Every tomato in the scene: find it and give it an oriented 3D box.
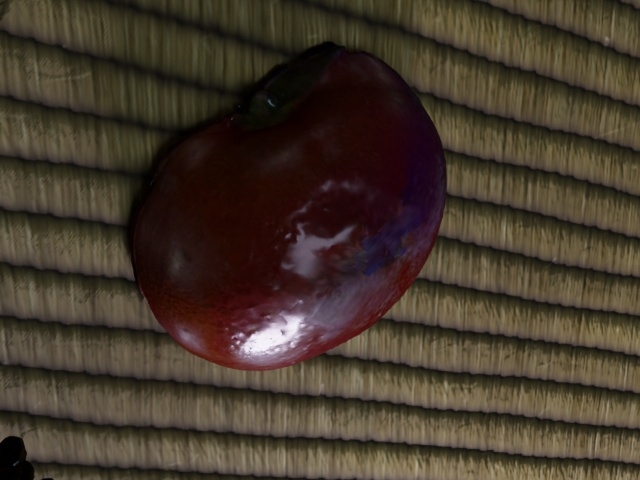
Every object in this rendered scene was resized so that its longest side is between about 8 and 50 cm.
[{"bbox_3d":[0.006,-0.001,1.501,0.335,0.176,0.289,-33,134,-19],"label":"tomato"}]

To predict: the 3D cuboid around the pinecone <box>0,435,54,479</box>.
[{"bbox_3d":[-0.332,0.256,1.384,0.201,0.202,0.229,29,118,-21],"label":"pinecone"}]
